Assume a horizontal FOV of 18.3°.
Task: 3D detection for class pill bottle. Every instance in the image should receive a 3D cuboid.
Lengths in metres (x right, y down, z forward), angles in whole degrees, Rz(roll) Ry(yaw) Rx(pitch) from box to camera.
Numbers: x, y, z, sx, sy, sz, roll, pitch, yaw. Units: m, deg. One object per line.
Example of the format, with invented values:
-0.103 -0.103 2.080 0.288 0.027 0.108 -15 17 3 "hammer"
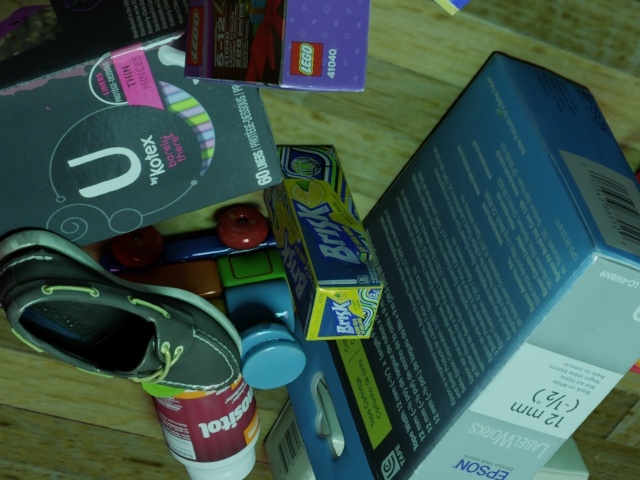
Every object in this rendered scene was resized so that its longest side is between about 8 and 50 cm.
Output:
-0.098 0.140 1.706 0.086 0.086 0.152 -15 134 -4 "pill bottle"

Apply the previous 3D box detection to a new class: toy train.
-0.139 0.068 1.586 0.248 0.143 0.105 -9 133 -10 "toy train"

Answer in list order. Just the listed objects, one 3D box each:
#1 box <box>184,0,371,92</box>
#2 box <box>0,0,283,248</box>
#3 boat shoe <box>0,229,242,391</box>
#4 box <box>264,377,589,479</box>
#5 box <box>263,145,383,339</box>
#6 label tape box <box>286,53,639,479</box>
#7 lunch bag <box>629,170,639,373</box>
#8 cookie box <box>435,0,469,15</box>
-0.023 -0.240 1.217 0.057 0.201 0.293 2 95 -20 "box"
-0.183 -0.100 1.421 0.270 0.143 0.165 -18 134 -1 "box"
-0.144 0.069 1.447 0.227 0.069 0.081 27 119 -37 "boat shoe"
0.097 0.201 1.819 0.275 0.094 0.113 12 127 -27 "box"
0.000 0.000 1.552 0.054 0.169 0.059 -2 132 -16 "box"
0.118 0.064 1.592 0.115 0.249 0.348 17 124 -30 "label tape box"
0.357 -0.001 1.701 0.258 0.120 0.293 18 124 -30 "lunch bag"
0.105 -0.232 1.464 0.107 0.040 0.092 -39 132 19 "cookie box"
